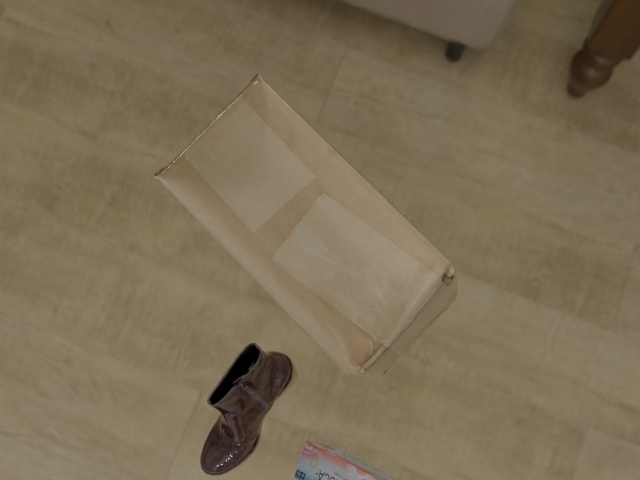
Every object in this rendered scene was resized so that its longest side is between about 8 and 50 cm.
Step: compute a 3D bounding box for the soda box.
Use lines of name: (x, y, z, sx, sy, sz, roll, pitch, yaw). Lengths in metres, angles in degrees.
soda box: (0.043, 0.347, 1.441, 0.058, 0.183, 0.062, 20, 88, -38)

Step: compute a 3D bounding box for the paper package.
paper package: (0.000, 0.000, 1.208, 0.168, 0.309, 0.325, -45, 78, 0)

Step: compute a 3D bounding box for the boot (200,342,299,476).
boot: (-0.147, 0.277, 1.647, 0.090, 0.207, 0.248, 39, 89, 25)
